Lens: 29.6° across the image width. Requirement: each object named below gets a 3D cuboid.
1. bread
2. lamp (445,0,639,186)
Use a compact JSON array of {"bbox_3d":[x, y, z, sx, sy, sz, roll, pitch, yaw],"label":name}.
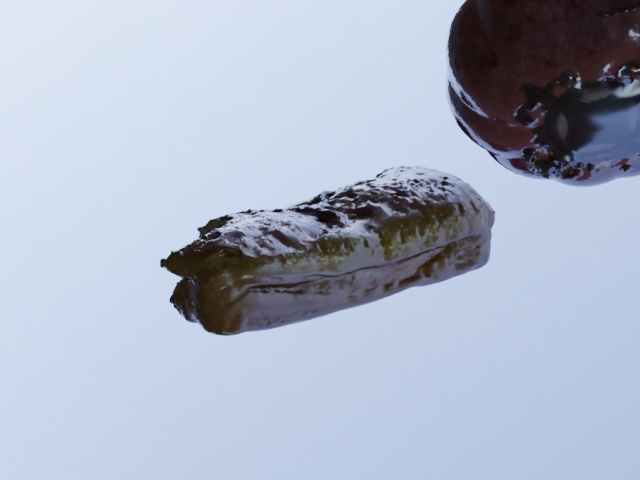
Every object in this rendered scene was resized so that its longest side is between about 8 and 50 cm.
[{"bbox_3d":[0.000,0.000,1.278,0.185,0.381,0.109,26,-58,49],"label":"bread"},{"bbox_3d":[0.167,-0.118,0.767,0.182,0.182,0.140,-23,-134,29],"label":"lamp"}]
